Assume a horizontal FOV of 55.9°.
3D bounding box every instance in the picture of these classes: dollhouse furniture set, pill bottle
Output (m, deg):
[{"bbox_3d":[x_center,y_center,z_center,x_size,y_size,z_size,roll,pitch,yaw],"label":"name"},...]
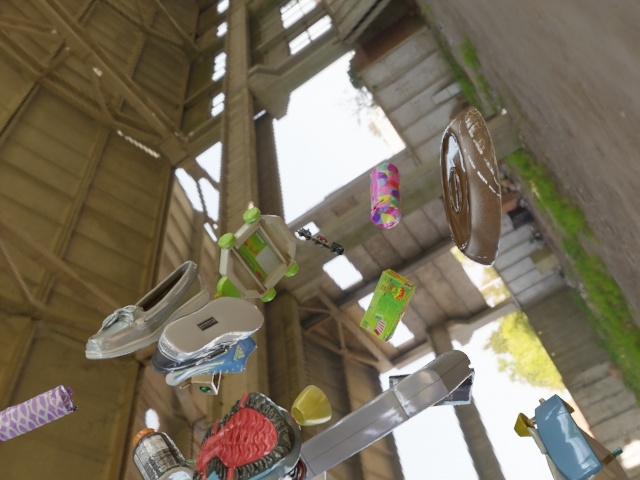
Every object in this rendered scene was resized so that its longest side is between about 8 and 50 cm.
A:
[{"bbox_3d":[0.406,0.435,0.900,0.286,0.198,0.303,38,-161,-25],"label":"dollhouse furniture set"},{"bbox_3d":[-0.489,0.672,1.834,0.246,0.130,0.130,30,167,50],"label":"pill bottle"}]

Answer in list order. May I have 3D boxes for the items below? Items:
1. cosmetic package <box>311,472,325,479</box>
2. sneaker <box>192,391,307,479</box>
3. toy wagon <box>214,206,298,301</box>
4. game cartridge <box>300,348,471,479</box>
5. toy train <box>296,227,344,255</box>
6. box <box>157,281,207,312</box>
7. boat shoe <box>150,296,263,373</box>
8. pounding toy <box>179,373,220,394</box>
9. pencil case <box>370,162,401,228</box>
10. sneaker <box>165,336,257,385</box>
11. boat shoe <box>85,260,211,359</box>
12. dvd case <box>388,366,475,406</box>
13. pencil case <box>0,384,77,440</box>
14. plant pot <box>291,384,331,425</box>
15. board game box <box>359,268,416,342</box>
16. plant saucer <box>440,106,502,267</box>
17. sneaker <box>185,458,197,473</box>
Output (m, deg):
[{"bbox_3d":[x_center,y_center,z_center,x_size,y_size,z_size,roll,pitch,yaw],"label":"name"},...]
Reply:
[{"bbox_3d":[-0.123,0.874,1.835,0.161,0.230,0.453,-98,14,-77],"label":"cosmetic package"},{"bbox_3d":[-0.064,0.257,0.732,0.125,0.262,0.104,20,-120,-18],"label":"sneaker"},{"bbox_3d":[-0.221,0.074,1.916,0.068,0.344,0.267,11,142,50],"label":"toy wagon"},{"bbox_3d":[0.083,0.268,0.917,0.062,0.297,0.198,59,-158,19],"label":"game cartridge"},{"bbox_3d":[0.000,0.000,1.823,0.158,0.036,0.027,26,178,-1],"label":"toy train"},{"bbox_3d":[-0.397,0.230,1.781,0.045,0.191,0.184,-29,-48,-41],"label":"box"},{"bbox_3d":[-0.239,0.208,1.295,0.108,0.102,0.301,43,-153,14],"label":"boat shoe"},{"bbox_3d":[-0.408,0.467,2.070,0.130,0.100,0.141,86,-173,-55],"label":"pounding toy"},{"bbox_3d":[0.208,-0.147,1.939,0.104,0.104,0.236,48,-150,-33],"label":"pencil case"},{"bbox_3d":[-0.258,0.300,1.490,0.126,0.240,0.091,50,168,-1],"label":"sneaker"},{"bbox_3d":[-0.368,0.149,1.285,0.320,0.118,0.103,-33,-71,-47],"label":"boat shoe"},{"bbox_3d":[0.292,0.396,1.597,0.164,0.221,0.018,82,-177,-46],"label":"dvd case"},{"bbox_3d":[-0.776,0.463,1.638,0.088,0.206,0.086,-132,23,-63],"label":"pencil case"},{"bbox_3d":[-0.042,0.574,2.048,0.095,0.134,0.134,-23,-101,-39],"label":"plant pot"},{"bbox_3d":[0.187,0.181,1.676,0.092,0.181,0.043,31,-157,23],"label":"board game box"},{"bbox_3d":[0.281,-0.099,1.168,0.310,0.050,0.310,-8,-90,-89],"label":"plant saucer"},{"bbox_3d":[-0.358,0.832,2.038,0.344,0.134,0.146,16,165,-8],"label":"sneaker"}]
